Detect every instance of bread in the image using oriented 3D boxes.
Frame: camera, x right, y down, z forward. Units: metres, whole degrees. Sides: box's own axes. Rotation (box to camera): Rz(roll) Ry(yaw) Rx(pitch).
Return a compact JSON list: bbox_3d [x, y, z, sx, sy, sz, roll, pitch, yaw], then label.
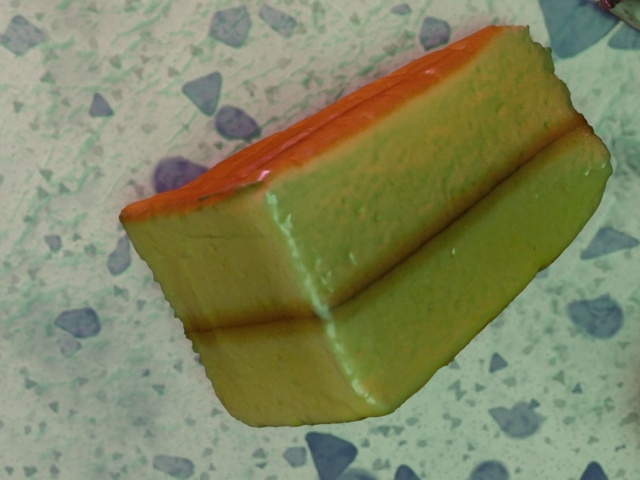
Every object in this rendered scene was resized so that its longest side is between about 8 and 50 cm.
[{"bbox_3d":[0.060,-0.021,1.772,0.362,0.245,0.233,-35,104,-32],"label":"bread"}]

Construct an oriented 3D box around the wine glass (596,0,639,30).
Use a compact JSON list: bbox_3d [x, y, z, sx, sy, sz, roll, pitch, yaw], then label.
[{"bbox_3d":[0.357,-0.215,1.774,0.204,0.111,0.111,17,100,-9],"label":"wine glass"}]
